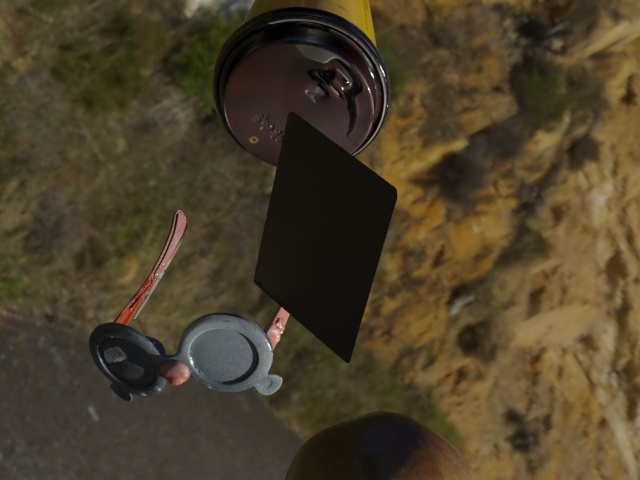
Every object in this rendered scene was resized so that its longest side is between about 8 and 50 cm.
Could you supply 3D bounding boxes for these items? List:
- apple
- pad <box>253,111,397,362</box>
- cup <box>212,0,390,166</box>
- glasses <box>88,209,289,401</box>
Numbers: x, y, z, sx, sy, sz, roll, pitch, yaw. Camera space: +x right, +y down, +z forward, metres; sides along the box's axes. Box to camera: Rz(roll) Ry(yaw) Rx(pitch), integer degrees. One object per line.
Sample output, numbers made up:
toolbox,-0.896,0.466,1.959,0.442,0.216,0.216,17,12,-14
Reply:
apple,0.076,0.335,1.502,0.257,0.257,0.234,60,8,-63
pad,0.000,0.000,1.123,0.143,0.003,0.211,39,-46,27
cup,-0.017,-0.215,1.380,0.279,0.196,0.196,-86,152,-53
glasses,-0.123,0.070,1.419,0.118,0.234,0.268,68,30,-27
